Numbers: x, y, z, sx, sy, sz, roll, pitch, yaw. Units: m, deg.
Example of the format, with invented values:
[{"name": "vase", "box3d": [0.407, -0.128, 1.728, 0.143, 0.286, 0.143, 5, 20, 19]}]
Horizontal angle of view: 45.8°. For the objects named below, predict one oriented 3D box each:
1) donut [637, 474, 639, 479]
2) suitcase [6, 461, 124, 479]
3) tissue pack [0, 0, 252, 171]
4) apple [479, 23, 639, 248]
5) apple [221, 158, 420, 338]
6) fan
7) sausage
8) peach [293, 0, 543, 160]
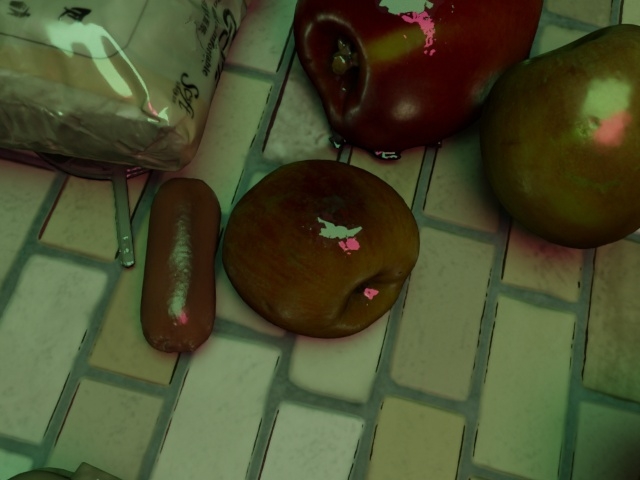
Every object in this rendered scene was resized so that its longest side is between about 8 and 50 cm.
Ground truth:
[{"name": "donut", "box3d": [0.424, 0.294, 0.560, 0.449, 0.198, 0.449, 26, 32, -18]}, {"name": "suitcase", "box3d": [-0.148, 0.374, 0.558, 0.351, 0.194, 0.339, 23, 68, 6]}, {"name": "tissue pack", "box3d": [-0.262, -0.259, 0.827, 0.390, 0.195, 0.376, 12, 58, 3]}, {"name": "apple", "box3d": [0.285, -0.107, 0.804, 0.237, 0.237, 0.207, -29, 103, -16]}, {"name": "apple", "box3d": [0.000, 0.000, 0.774, 0.195, 0.160, 0.173, -25, 48, -21]}, {"name": "fan", "box3d": [-0.262, -0.128, 0.875, 0.223, 0.012, 0.294, 18, 64, 3]}, {"name": "sausage", "box3d": [-0.144, 0.021, 0.785, 0.077, 0.077, 0.194, 2, 67, -4]}, {"name": "peach", "box3d": [0.137, -0.276, 0.872, 0.361, 0.201, 0.258, -31, 71, -17]}]
